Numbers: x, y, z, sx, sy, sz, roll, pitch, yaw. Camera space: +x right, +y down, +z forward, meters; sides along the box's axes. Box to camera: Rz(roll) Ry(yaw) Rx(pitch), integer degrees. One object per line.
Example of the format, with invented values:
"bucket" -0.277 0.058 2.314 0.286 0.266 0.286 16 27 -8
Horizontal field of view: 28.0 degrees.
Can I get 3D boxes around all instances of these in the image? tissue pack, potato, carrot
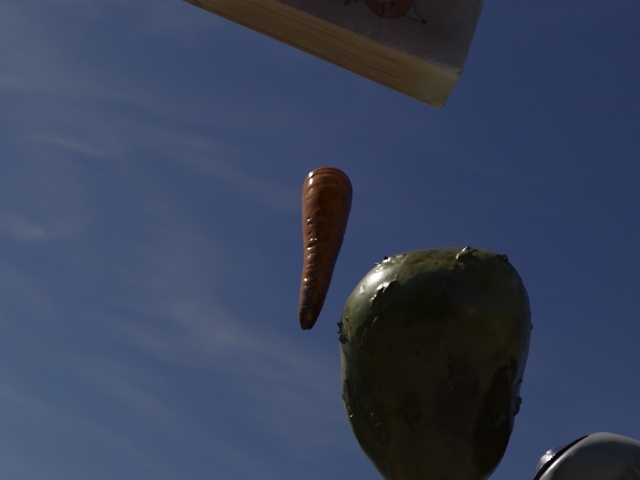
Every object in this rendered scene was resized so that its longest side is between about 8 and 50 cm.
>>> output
"tissue pack" 0.013 -0.273 1.430 0.325 0.170 0.071 23 -42 -1
"potato" 0.123 0.147 1.400 0.210 0.173 0.307 -3 -68 -9
"carrot" 0.000 0.000 1.469 0.061 0.257 0.061 4 -47 4

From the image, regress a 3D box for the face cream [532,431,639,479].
"face cream" 0.380 0.342 1.389 0.420 0.235 0.137 36 -21 55
